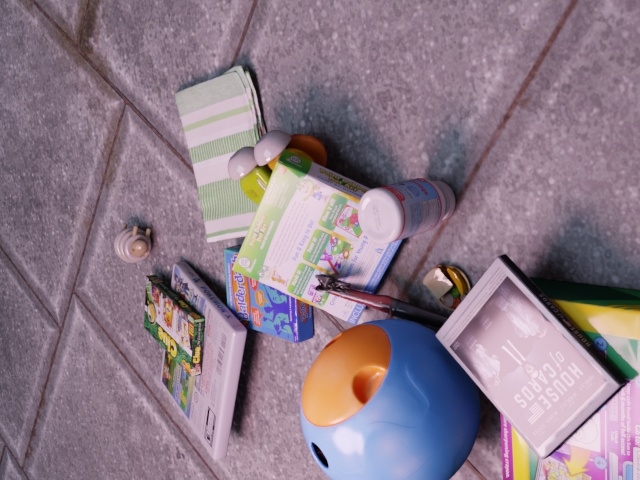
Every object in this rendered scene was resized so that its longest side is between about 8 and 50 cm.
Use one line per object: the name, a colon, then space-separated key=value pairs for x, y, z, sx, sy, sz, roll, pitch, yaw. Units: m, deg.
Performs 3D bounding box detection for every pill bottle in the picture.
pill bottle: x=0.140 y=-0.051 z=1.366 sx=0.087 sy=0.160 sz=0.087 roll=14 pitch=111 yaw=41

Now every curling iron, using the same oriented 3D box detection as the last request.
curling iron: x=0.112 y=0.111 z=1.463 sx=0.274 sy=0.068 sz=0.035 roll=19 pitch=90 yaw=14

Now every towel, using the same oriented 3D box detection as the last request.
towel: x=-0.188 y=-0.165 z=1.744 sx=0.248 sy=0.038 sz=0.324 roll=-10 pitch=94 yaw=46

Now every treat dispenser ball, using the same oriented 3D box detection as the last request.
treat dispenser ball: x=0.111 y=0.270 z=1.394 sx=0.288 sy=0.288 sz=0.288 roll=14 pitch=111 yaw=41

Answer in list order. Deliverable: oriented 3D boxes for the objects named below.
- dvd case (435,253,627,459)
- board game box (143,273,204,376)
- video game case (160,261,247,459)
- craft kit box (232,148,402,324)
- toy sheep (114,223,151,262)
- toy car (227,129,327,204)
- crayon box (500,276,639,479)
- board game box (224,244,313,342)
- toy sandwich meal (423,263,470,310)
dvd case: x=0.288 y=0.164 z=1.226 sx=0.238 sy=0.030 sz=0.179 roll=50 pitch=129 yaw=25
board game box: x=-0.327 y=0.184 z=1.920 sx=0.260 sy=0.030 sz=0.136 roll=30 pitch=122 yaw=51
video game case: x=-0.263 y=0.258 z=1.893 sx=0.300 sy=0.036 sz=0.329 roll=40 pitch=128 yaw=46
craft kit box: x=0.000 y=0.000 z=1.506 sx=0.247 sy=0.061 sz=0.250 roll=24 pitch=124 yaw=-4
toy sheep: x=-0.435 y=0.008 z=2.005 sx=0.132 sy=0.091 sz=0.091 roll=9 pitch=108 yaw=57
toy car: x=-0.063 y=-0.130 z=1.566 sx=0.182 sy=0.136 sz=0.159 roll=-24 pitch=115 yaw=42
crayon box: x=0.414 y=0.252 z=1.223 sx=0.313 sy=0.106 sz=0.363 roll=7 pitch=105 yaw=42
board game box: x=-0.106 y=0.103 z=1.731 sx=0.210 sy=0.047 sz=0.160 roll=10 pitch=109 yaw=44
toy sandwich meal: x=0.209 y=0.078 z=1.428 sx=0.085 sy=0.029 sz=0.085 roll=14 pitch=111 yaw=41
